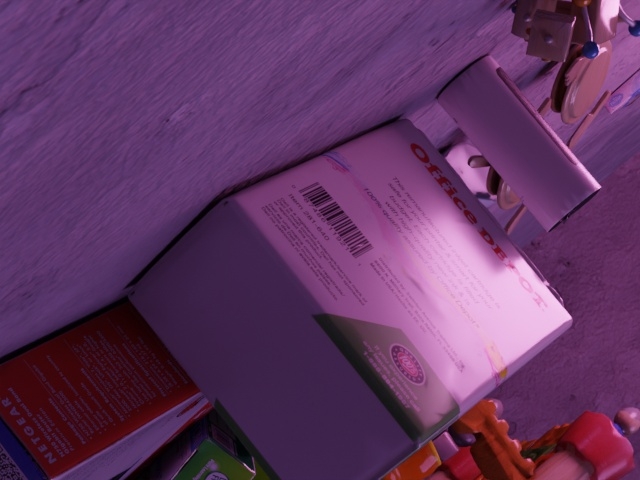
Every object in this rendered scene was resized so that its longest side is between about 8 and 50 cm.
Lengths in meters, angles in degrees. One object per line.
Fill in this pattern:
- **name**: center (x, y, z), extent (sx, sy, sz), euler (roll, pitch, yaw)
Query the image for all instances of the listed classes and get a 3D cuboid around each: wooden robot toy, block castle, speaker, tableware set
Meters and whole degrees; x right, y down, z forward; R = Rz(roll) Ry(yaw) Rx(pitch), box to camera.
- **wooden robot toy**: center (0.179, -0.178, 1.382), extent (0.173, 0.076, 0.079), euler (-27, 131, -58)
- **block castle**: center (0.177, 0.201, 2.393), extent (0.213, 0.303, 0.453), euler (-35, -177, -22)
- **speaker**: center (0.151, -0.073, 1.507), extent (0.055, 0.136, 0.055), euler (-38, 172, -6)
- **tableware set**: center (0.202, -0.112, 1.800), extent (0.194, 0.039, 0.128), euler (-52, 156, -23)

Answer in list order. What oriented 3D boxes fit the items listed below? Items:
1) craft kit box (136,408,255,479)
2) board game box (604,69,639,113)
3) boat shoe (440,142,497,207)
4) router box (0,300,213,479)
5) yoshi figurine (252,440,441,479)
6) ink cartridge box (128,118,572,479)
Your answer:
- **craft kit box**: center (-0.153, 0.216, 1.593), extent (0.246, 0.061, 0.250), euler (-47, -166, 9)
- **board game box**: center (0.397, -0.197, 2.436), extent (0.090, 0.020, 0.090), euler (-43, 171, 27)
- **boat shoe**: center (0.096, -0.036, 1.788), extent (0.083, 0.065, 0.183), euler (-33, 174, 29)
- **router box**: center (-0.217, 0.172, 1.387), extent (0.335, 0.082, 0.301), euler (-43, 172, 32)
- **yoshi figurine**: center (-0.089, 0.201, 1.800), extent (0.362, 0.203, 0.203), euler (-26, -174, 0)
- **ink cartridge box**: center (0.030, 0.047, 1.376), extent (0.117, 0.201, 0.278), euler (-43, 173, 30)
